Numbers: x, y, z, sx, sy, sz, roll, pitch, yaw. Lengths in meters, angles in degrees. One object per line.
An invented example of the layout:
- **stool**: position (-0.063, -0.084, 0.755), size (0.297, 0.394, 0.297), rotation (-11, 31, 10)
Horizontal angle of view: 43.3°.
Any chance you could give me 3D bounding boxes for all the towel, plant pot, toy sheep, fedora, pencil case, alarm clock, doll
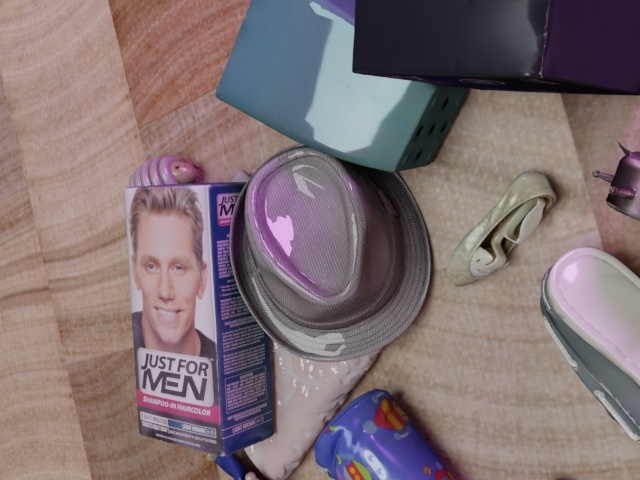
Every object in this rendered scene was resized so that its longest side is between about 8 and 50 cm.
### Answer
- **towel**: position (-0.077, 0.117, 1.122), size (0.317, 0.053, 0.332), rotation (46, 121, 24)
- **plant pot**: position (0.038, -0.185, 0.938), size (0.234, 0.165, 0.166), rotation (35, 115, 20)
- **toy sheep**: position (-0.240, -0.080, 1.205), size (0.132, 0.091, 0.091), rotation (-24, 80, 18)
- **fedora**: position (0.000, 0.000, 0.947), size (0.243, 0.124, 0.276), rotation (-17, 76, 7)
- **pencil case**: position (0.108, 0.327, 0.959), size (0.133, 0.119, 0.306), rotation (-43, 69, 15)
- **alarm clock**: position (0.353, -0.036, 0.735), size (0.191, 0.129, 0.064), rotation (19, 106, 5)
- **doll**: position (-0.094, 0.356, 1.149), size (0.189, 0.046, 0.129), rotation (41, 152, 27)

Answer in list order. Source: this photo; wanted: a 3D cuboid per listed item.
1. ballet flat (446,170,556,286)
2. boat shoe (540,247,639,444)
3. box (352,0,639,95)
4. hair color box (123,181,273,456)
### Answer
- **ballet flat**: position (0.197, -0.002, 0.889), size (0.168, 0.057, 0.052), rotation (-59, 33, 27)
- **boat shoe**: position (0.338, 0.147, 0.799), size (0.319, 0.116, 0.099), rotation (51, 165, 14)
- **box**: position (0.178, -0.193, 0.757), size (0.184, 0.261, 0.103), rotation (7, 100, 37)
- **hair color box**: position (-0.166, 0.097, 1.090), size (0.173, 0.105, 0.348), rotation (1, 95, 38)
